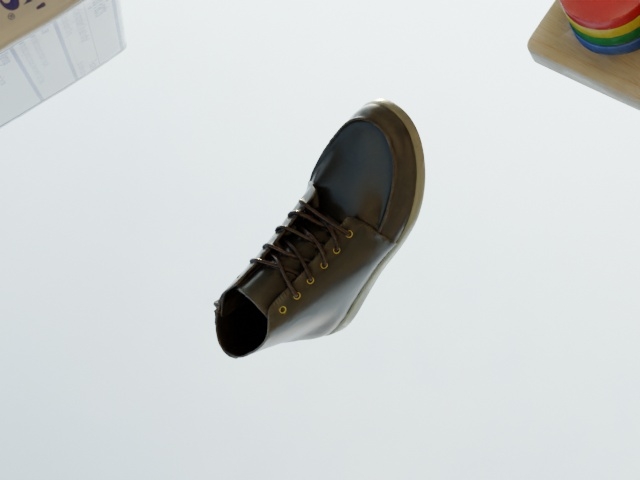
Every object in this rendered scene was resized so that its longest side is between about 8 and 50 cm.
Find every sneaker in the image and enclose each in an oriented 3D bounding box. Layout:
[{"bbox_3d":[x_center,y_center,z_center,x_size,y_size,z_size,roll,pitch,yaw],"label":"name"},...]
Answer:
[{"bbox_3d":[0.000,0.000,1.164,0.083,0.222,0.118,37,-145,25],"label":"sneaker"}]

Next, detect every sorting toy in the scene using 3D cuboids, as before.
[{"bbox_3d":[0.345,-0.235,1.352,0.255,0.257,0.089,-56,-31,-6],"label":"sorting toy"}]

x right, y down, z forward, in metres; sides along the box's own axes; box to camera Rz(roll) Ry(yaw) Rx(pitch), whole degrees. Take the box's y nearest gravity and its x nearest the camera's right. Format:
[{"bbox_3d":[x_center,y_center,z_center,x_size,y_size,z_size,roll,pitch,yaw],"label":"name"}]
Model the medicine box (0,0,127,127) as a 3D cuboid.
[{"bbox_3d":[-0.287,-0.138,1.025,0.289,0.263,0.149,-33,-89,-6],"label":"medicine box"}]
